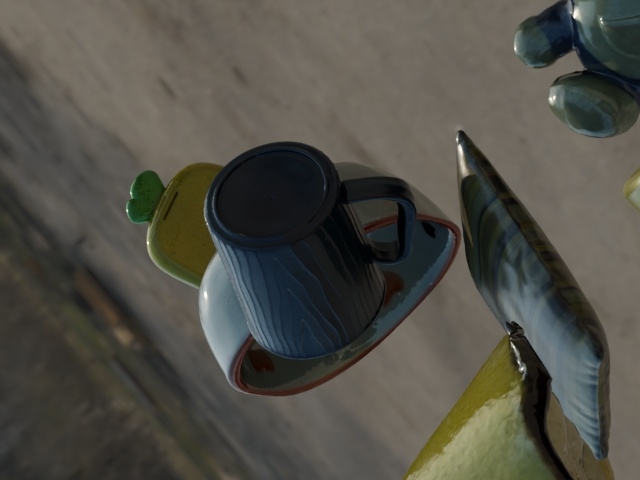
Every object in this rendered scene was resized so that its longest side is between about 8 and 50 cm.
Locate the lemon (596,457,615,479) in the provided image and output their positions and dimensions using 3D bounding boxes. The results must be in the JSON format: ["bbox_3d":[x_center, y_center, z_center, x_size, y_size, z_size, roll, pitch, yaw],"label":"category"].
[{"bbox_3d":[0.237,0.261,2.118,0.207,0.170,0.170,46,170,26],"label":"lemon"}]

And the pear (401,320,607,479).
[{"bbox_3d":[0.111,0.200,1.171,0.267,0.178,0.267,58,-175,-7],"label":"pear"}]

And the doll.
[{"bbox_3d":[0.227,-0.219,1.411,0.228,0.154,0.258,-15,122,34],"label":"doll"}]

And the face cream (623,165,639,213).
[{"bbox_3d":[0.309,-0.036,1.079,0.179,0.218,0.218,48,170,3],"label":"face cream"}]

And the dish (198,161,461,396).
[{"bbox_3d":[-0.007,0.021,1.713,0.117,0.256,0.256,52,172,24],"label":"dish"}]

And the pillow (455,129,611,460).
[{"bbox_3d":[0.163,0.045,1.445,0.212,0.052,0.208,61,173,27],"label":"pillow"}]

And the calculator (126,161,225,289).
[{"bbox_3d":[-0.117,-0.012,2.204,0.235,0.146,0.032,23,168,5],"label":"calculator"}]

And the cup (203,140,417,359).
[{"bbox_3d":[-0.008,-0.005,1.466,0.113,0.150,0.138,41,163,37],"label":"cup"}]
